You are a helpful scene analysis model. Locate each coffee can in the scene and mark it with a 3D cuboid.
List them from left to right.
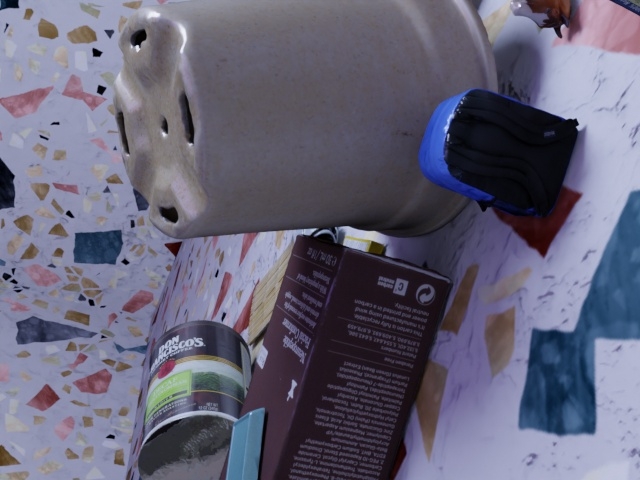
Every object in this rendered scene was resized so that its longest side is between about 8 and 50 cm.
[{"bbox_3d":[-0.219,0.305,1.185,0.275,0.202,0.201,-110,42,-62],"label":"coffee can"}]

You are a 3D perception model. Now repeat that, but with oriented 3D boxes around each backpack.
[{"bbox_3d":[0.150,-0.077,0.590,0.101,0.120,0.098,-179,106,-71],"label":"backpack"}]

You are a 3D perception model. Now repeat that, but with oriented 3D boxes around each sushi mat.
[{"bbox_3d":[-0.081,0.086,1.280,0.316,0.019,0.151,129,151,-50],"label":"sushi mat"}]

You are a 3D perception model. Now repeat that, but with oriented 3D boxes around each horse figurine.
[{"bbox_3d":[0.188,-0.322,0.702,0.263,0.175,0.066,-73,3,-51],"label":"horse figurine"}]

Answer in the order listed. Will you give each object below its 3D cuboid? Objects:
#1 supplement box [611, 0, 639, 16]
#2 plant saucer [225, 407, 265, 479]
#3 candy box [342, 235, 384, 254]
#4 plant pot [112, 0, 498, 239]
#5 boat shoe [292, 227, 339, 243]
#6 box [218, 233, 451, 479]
[{"bbox_3d":[0.258,-0.191,0.439,0.083,0.083,0.056,162,125,-70],"label":"supplement box"},{"bbox_3d":[-0.087,0.276,0.682,0.067,0.018,0.192,-45,35,51],"label":"plant saucer"},{"bbox_3d":[0.032,0.096,0.923,0.105,0.027,0.205,15,87,70],"label":"candy box"},{"bbox_3d":[-0.039,-0.138,0.697,0.334,0.306,0.333,24,120,50],"label":"plant pot"},{"bbox_3d":[-0.001,0.000,1.055,0.081,0.079,0.227,-27,51,53],"label":"boat shoe"},{"bbox_3d":[-0.002,0.194,0.754,0.191,0.143,0.381,-165,92,-71],"label":"box"}]
